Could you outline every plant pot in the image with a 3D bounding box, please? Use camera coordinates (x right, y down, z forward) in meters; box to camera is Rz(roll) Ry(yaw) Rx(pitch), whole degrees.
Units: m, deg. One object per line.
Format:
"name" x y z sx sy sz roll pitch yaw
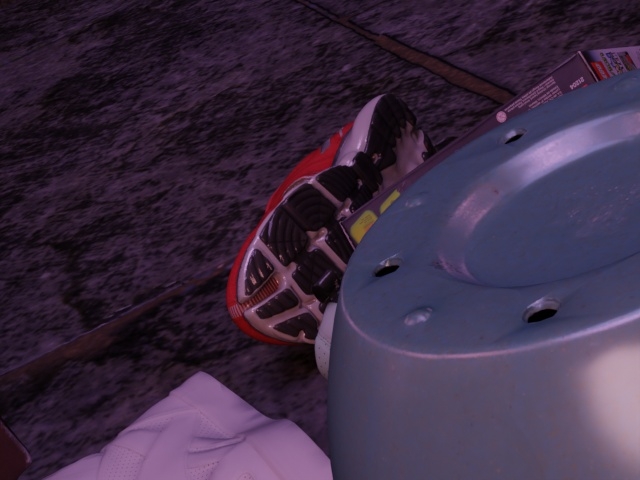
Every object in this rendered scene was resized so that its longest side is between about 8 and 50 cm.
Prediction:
"plant pot" 0.136 0.076 0.515 0.293 0.235 0.293 -24 21 10

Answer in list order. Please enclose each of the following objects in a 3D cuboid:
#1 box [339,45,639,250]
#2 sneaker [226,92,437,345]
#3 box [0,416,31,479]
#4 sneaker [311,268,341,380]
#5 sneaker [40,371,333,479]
"box" 0.121 -0.054 0.946 0.207 0.036 0.114 -35 -12 32
"sneaker" 0.000 0.000 1.045 0.118 0.107 0.279 -30 12 35
"box" -0.343 0.177 0.707 0.143 0.191 0.381 13 53 42
"sneaker" 0.100 0.008 0.905 0.151 0.094 0.256 -1 31 45
"sneaker" -0.072 0.164 0.724 0.169 0.108 0.292 -32 15 -17
